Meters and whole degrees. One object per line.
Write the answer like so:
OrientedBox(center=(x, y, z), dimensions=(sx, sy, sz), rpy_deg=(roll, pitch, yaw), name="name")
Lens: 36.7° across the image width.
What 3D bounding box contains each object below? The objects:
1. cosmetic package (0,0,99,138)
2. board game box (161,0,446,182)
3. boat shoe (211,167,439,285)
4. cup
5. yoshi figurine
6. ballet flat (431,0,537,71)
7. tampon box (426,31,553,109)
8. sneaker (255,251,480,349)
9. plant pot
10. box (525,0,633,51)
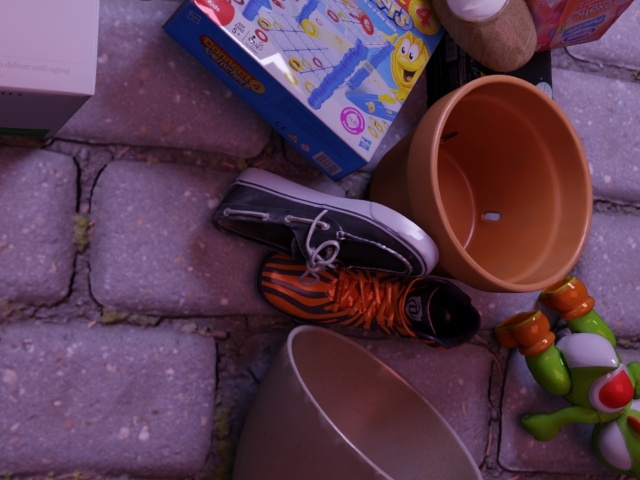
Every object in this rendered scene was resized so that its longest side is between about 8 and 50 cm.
OrientedBox(center=(-0.367, -0.212, 1.060), dimensions=(0.197, 0.365, 0.155), rpy_deg=(2, 89, -21), name="cosmetic package")
OrientedBox(center=(-0.004, -0.292, 1.302), dimensions=(0.308, 0.086, 0.302), rpy_deg=(40, 58, -17), name="board game box")
OrientedBox(center=(-0.001, -0.003, 1.262), dimensions=(0.306, 0.113, 0.105), rpy_deg=(23, 58, 17), name="boat shoe")
OrientedBox(center=(0.016, 0.308, 1.268), dimensions=(0.331, 0.331, 0.237), rpy_deg=(35, 106, -18), name="cup")
OrientedBox(center=(0.429, 0.243, 1.505), dimensions=(0.362, 0.203, 0.203), rpy_deg=(54, 32, 1), name="yoshi figurine")
OrientedBox(center=(0.193, -0.388, 1.330), dimensions=(0.116, 0.124, 0.342), rpy_deg=(-23, 65, 8), name="ballet flat")
OrientedBox(center=(0.252, -0.251, 1.441), dimensions=(0.161, 0.101, 0.120), rpy_deg=(-4, 91, -21), name="tampon box")
OrientedBox(center=(0.081, 0.073, 1.334), dimensions=(0.321, 0.180, 0.124), rpy_deg=(11, 86, -21), name="sneaker")
OrientedBox(center=(0.205, -0.062, 1.348), dimensions=(0.291, 0.203, 0.290), rpy_deg=(7, 78, -32), name="plant pot")
OrientedBox(center=(0.313, -0.435, 1.386), dimensions=(0.154, 0.142, 0.300), rpy_deg=(-15, 71, -23), name="box")
